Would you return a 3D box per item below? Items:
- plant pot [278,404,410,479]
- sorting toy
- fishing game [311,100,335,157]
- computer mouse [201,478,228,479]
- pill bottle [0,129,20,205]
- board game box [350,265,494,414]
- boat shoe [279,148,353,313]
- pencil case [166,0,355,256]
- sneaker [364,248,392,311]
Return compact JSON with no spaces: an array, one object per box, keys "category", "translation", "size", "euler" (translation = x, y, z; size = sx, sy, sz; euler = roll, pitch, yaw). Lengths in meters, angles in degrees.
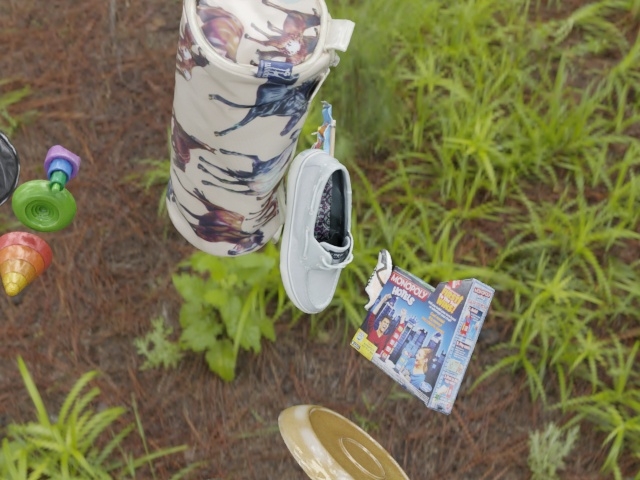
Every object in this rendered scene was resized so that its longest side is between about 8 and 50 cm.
[{"category":"plant pot","translation":[0.047,0.290,1.317],"size":[0.032,0.236,0.236],"euler":[-50,61,9]},{"category":"sorting toy","translation":[-0.566,-0.018,2.025],"size":[0.127,0.365,0.126],"euler":[21,37,-18]},{"category":"fishing game","translation":[-0.003,-0.146,1.767],"size":[0.041,0.189,0.264],"euler":[4,7,-5]},{"category":"computer mouse","translation":[-0.106,0.470,1.643],"size":[0.272,0.188,0.072],"euler":[35,44,8]},{"category":"pill bottle","translation":[-0.473,-0.110,1.350],"size":[0.122,0.123,0.219],"euler":[-24,21,-18]},{"category":"board game box","translation":[0.165,0.127,1.542],"size":[0.194,0.060,0.194],"euler":[36,97,46]},{"category":"boat shoe","translation":[0.001,-0.001,1.303],"size":[0.079,0.228,0.081],"euler":[-15,28,-32]},{"category":"pencil case","translation":[-0.092,-0.139,1.255],"size":[0.183,0.410,0.160],"euler":[25,56,4]},{"category":"sneaker","translation":[0.094,0.067,1.671],"size":[0.043,0.040,0.109],"euler":[5,84,1]}]
